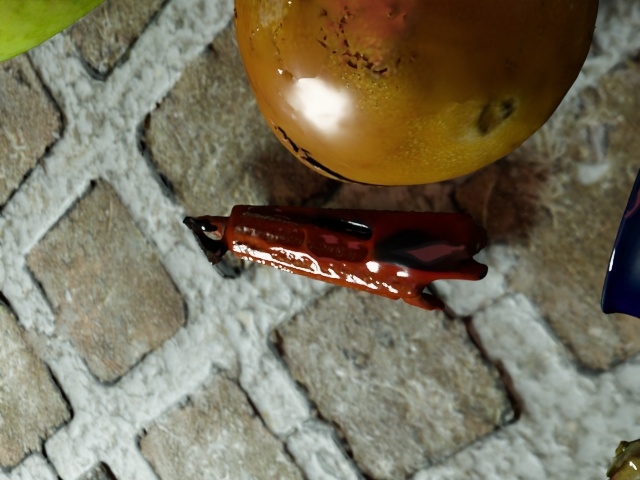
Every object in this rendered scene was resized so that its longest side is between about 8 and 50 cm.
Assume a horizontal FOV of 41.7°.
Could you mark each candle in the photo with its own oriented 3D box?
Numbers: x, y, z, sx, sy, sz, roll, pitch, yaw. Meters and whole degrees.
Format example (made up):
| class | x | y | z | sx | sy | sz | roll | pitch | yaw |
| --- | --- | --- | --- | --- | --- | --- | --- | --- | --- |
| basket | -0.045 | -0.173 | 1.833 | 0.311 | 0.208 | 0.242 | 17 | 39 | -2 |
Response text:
| class | x | y | z | sx | sy | sz | roll | pitch | yaw |
| --- | --- | --- | --- | --- | --- | --- | --- | --- | --- |
| candle | 0.000 | 0.000 | 0.733 | 0.302 | 0.059 | 0.084 | 10 | 96 | 28 |

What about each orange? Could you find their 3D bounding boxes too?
| class | x | y | z | sx | sy | sz | roll | pitch | yaw |
| --- | --- | --- | --- | --- | --- | --- | --- | --- | --- |
| orange | 0.059 | -0.153 | 0.551 | 0.240 | 0.240 | 0.239 | 9 | 107 | 30 |

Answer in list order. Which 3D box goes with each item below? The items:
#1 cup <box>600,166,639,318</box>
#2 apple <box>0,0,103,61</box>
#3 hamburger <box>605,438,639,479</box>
| class | x | y | z | sx | sy | sz | roll | pitch | yaw |
| --- | --- | --- | --- | --- | --- | --- | --- | --- | --- |
| cup | 0.319 | -0.034 | 0.453 | 0.256 | 0.178 | 0.254 | 20 | 114 | 24 |
| apple | -0.299 | -0.311 | 0.682 | 0.340 | 0.340 | 0.339 | 9 | 107 | 30 |
| hamburger | 0.300 | 0.258 | 0.515 | 0.277 | 0.195 | 0.317 | 11 | 103 | 35 |
